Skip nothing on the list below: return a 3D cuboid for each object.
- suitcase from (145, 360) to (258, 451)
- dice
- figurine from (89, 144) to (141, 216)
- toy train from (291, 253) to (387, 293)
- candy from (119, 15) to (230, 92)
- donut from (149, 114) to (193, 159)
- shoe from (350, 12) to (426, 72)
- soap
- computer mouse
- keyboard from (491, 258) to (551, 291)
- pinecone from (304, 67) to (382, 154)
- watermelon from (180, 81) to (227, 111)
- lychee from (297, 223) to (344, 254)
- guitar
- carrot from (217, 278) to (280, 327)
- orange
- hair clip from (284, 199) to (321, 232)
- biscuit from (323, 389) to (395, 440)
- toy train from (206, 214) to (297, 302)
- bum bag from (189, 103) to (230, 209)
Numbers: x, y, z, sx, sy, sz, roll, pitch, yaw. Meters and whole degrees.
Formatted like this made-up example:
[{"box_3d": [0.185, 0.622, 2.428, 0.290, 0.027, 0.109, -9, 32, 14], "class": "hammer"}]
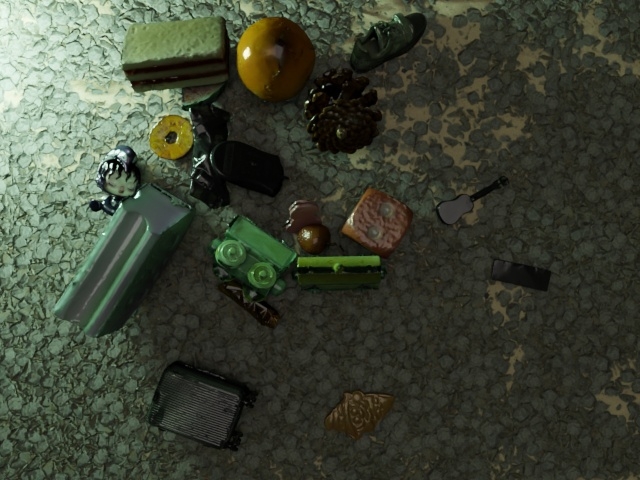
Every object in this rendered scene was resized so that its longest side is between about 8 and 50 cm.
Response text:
[{"box_3d": [-0.373, 0.519, 1.412, 0.312, 0.128, 0.202, 21, 88, 0], "class": "suitcase"}, {"box_3d": [0.179, -0.055, 1.413, 0.175, 0.174, 0.179, 34, 89, 1], "class": "dice"}, {"box_3d": [-0.640, -0.193, 1.430, 0.145, 0.145, 0.222, 22, 99, -1], "class": "figurine"}, {"box_3d": [0.060, 0.110, 1.398, 0.308, 0.189, 0.126, -1, 92, 0], "class": "toy train"}, {"box_3d": [-0.444, -0.583, 1.404, 0.321, 0.135, 0.179, -7, 65, -3], "class": "candy"}, {"box_3d": [-0.478, -0.331, 1.460, 0.152, 0.058, 0.151, 0, 89, 0], "class": "donut"}, {"box_3d": [0.228, -0.658, 1.438, 0.293, 0.149, 0.109, -34, 89, 0], "class": "shoe"}, {"box_3d": [-0.567, 0.049, 1.350, 0.156, 0.261, 0.446, 31, 87, 0], "class": "soap"}, {"box_3d": [-0.229, -0.227, 1.437, 0.264, 0.088, 0.147, 16, 69, -22], "class": "computer mouse"}, {"box_3d": [0.672, 0.116, 1.501, 0.197, 0.015, 0.074, 12, 93, -1], "class": "keyboard"}, {"box_3d": [0.068, -0.413, 1.386, 0.264, 0.264, 0.264, 0, 89, -1], "class": "pinecone"}, {"box_3d": [-0.393, -0.493, 1.466, 0.187, 0.071, 0.139, -37, 72, -13], "class": "watermelon"}, {"box_3d": [-0.004, -0.005, 1.444, 0.140, 0.114, 0.101, -2, 97, 13], "class": "lychee"}, {"box_3d": [0.514, -0.143, 1.489, 0.271, 0.038, 0.083, -29, 91, -2], "class": "guitar"}, {"box_3d": [-0.233, 0.200, 1.454, 0.229, 0.069, 0.069, 37, 88, 1], "class": "carrot"}, {"box_3d": [-0.137, -0.554, 1.379, 0.246, 0.246, 0.246, 0, 89, -1], "class": "orange"}, {"box_3d": [-0.056, -0.078, 1.428, 0.123, 0.138, 0.102, -11, 94, -9], "class": "hair clip"}, {"box_3d": [0.130, 0.567, 1.474, 0.250, 0.035, 0.162, -23, 94, -3], "class": "biscuit"}, {"box_3d": [-0.215, 0.062, 1.398, 0.272, 0.159, 0.188, 33, 59, 0], "class": "toy train"}, {"box_3d": [-0.357, -0.270, 1.435, 0.144, 0.095, 0.340, 0, 90, -41], "class": "bum bag"}]
